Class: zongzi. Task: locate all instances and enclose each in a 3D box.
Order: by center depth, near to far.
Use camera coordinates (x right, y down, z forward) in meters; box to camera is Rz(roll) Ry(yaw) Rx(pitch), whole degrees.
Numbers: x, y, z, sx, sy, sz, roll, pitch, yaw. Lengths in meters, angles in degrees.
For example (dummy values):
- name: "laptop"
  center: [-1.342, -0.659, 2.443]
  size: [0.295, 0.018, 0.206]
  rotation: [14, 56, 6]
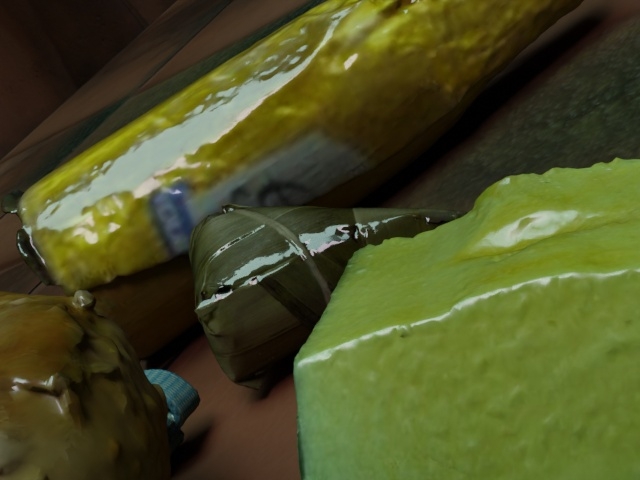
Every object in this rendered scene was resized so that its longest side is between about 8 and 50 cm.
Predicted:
- name: "zongzi"
  center: [0.000, 0.000, 0.899]
  size: [0.176, 0.078, 0.160]
  rotation: [-30, 27, 2]

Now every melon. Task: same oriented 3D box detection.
- name: "melon"
  center: [0.143, 0.016, 0.494]
  size: [0.323, 0.124, 0.196]
  rotation: [-25, 21, 20]

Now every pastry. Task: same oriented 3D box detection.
- name: "pastry"
  center: [-0.197, 0.157, 0.704]
  size: [0.284, 0.184, 0.315]
  rotation: [-25, 17, 3]

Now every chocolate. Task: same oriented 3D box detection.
- name: "chocolate"
  center: [-0.011, -0.095, 1.032]
  size: [0.445, 0.162, 0.162]
  rotation: [-35, 17, 4]

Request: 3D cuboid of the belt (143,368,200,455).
- name: "belt"
  center: [-0.161, 0.120, 0.877]
  size: [0.179, 0.100, 0.065]
  rotation: [-28, 3, 16]
